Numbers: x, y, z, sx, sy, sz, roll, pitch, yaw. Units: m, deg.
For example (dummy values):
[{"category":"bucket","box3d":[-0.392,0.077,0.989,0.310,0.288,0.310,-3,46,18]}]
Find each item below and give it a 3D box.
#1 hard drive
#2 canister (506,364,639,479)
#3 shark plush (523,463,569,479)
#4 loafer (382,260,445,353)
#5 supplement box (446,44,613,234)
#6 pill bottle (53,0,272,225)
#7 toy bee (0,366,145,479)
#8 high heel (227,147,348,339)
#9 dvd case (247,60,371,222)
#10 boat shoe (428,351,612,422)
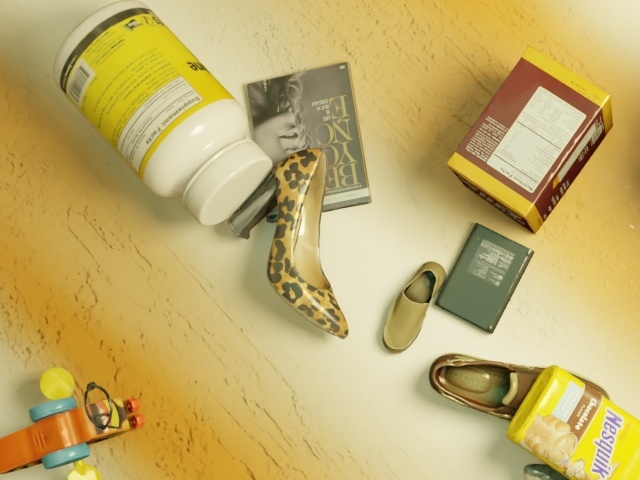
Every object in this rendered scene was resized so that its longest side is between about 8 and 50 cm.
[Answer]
[{"category":"hard drive","box3d":[0.237,0.055,1.752,0.094,0.022,0.135,27,91,16]},{"category":"canister","box3d":[0.349,0.260,1.614,0.170,0.073,0.126,33,82,-5]},{"category":"shark plush","box3d":[0.362,0.326,1.660,0.161,0.073,0.067,-10,98,8]},{"category":"loafer","box3d":[0.131,0.095,1.761,0.056,0.050,0.148,26,91,16]},{"category":"supplement box","box3d":[0.293,-0.133,1.670,0.129,0.191,0.194,36,93,16]},{"category":"pill bottle","box3d":[-0.231,-0.187,1.819,0.188,0.188,0.334,-44,76,6]},{"category":"toy bee","box3d":[-0.353,0.293,1.834,0.298,0.162,0.195,0,92,40]},{"category":"high heel","box3d":[0.000,0.000,1.772,0.186,0.093,0.261,-45,74,16]},{"category":"dvd case","box3d":[-0.019,-0.149,1.845,0.164,0.018,0.221,-11,82,13]},{"category":"boat shoe","box3d":[0.274,0.216,1.686,0.257,0.095,0.095,8,86,15]}]
